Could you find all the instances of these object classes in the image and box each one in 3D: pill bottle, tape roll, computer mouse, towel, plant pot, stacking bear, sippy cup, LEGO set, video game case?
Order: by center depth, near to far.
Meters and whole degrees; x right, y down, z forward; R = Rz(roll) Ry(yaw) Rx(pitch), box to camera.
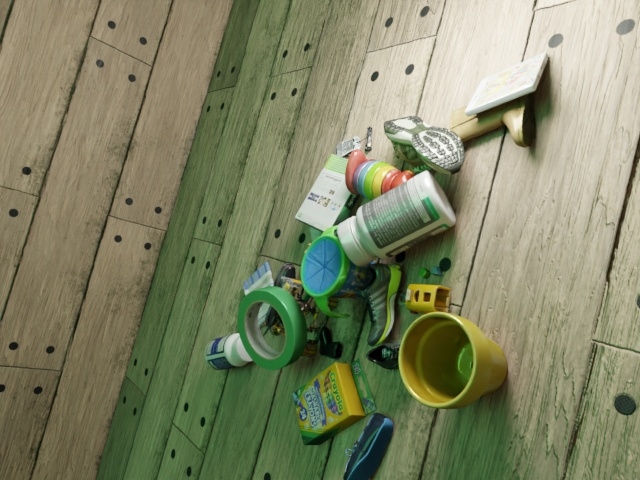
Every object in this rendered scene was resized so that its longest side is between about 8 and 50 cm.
[{"bbox_3d":[0.388,0.342,1.422,0.254,0.239,0.254,-22,60,43],"label":"plant pot"},{"bbox_3d":[0.585,-0.491,1.600,0.227,0.026,0.206,-14,34,46],"label":"video game case"},{"bbox_3d":[0.249,-0.063,1.711,0.361,0.204,0.204,-28,54,22],"label":"pill bottle"},{"bbox_3d":[0.082,0.116,1.882,0.240,0.224,0.306,42,108,48],"label":"sippy cup"},{"bbox_3d":[0.243,-0.216,1.884,0.289,0.175,0.164,24,93,44],"label":"stacking bear"},{"bbox_3d":[-0.195,0.344,2.003,0.321,0.077,0.321,8,103,39],"label":"tape roll"},{"bbox_3d":[-0.103,0.300,2.053,0.255,0.192,0.331,43,109,49],"label":"LEGO set"},{"bbox_3d":[0.145,-0.404,2.157,0.193,0.042,0.106,-15,69,40],"label":"computer mouse"},{"bbox_3d":[-0.411,0.516,2.366,0.264,0.153,0.153,-22,60,44],"label":"pill bottle"},{"bbox_3d":[-0.286,0.265,2.412,0.209,0.034,0.285,-42,47,31],"label":"towel"}]

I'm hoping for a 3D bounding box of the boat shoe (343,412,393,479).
[{"bbox_3d":[0.155,0.698,1.690,0.258,0.109,0.089,-54,32,-4],"label":"boat shoe"}]

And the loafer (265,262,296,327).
[{"bbox_3d":[-0.153,0.253,2.212,0.095,0.109,0.303,28,106,44],"label":"loafer"}]

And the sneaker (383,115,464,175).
[{"bbox_3d":[0.369,-0.301,1.782,0.158,0.182,0.410,-22,36,-10],"label":"sneaker"}]

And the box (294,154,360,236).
[{"bbox_3d":[0.054,-0.189,2.108,0.232,0.058,0.322,27,87,46],"label":"box"}]

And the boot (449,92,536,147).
[{"bbox_3d":[0.546,-0.364,1.636,0.269,0.089,0.236,-15,52,45],"label":"boot"}]

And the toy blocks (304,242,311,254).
[{"bbox_3d":[-0.027,0.062,2.110,0.148,0.054,0.123,95,156,-44],"label":"toy blocks"}]

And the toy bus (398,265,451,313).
[{"bbox_3d":[0.324,0.188,1.664,0.202,0.104,0.191,-51,43,24],"label":"toy bus"}]

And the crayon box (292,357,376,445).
[{"bbox_3d":[0.039,0.589,1.863,0.323,0.083,0.203,-43,47,30],"label":"crayon box"}]

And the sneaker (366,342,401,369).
[{"bbox_3d":[0.268,0.382,1.657,0.267,0.106,0.101,-19,61,43],"label":"sneaker"}]

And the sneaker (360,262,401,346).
[{"bbox_3d":[0.192,0.218,1.777,0.111,0.121,0.300,150,132,-69],"label":"sneaker"}]

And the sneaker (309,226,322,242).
[{"bbox_3d":[0.000,0.000,2.157,0.094,0.080,0.212,-61,33,33],"label":"sneaker"}]

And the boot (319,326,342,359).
[{"bbox_3d":[0.040,0.397,1.966,0.099,0.045,0.121,-3,80,51],"label":"boot"}]
